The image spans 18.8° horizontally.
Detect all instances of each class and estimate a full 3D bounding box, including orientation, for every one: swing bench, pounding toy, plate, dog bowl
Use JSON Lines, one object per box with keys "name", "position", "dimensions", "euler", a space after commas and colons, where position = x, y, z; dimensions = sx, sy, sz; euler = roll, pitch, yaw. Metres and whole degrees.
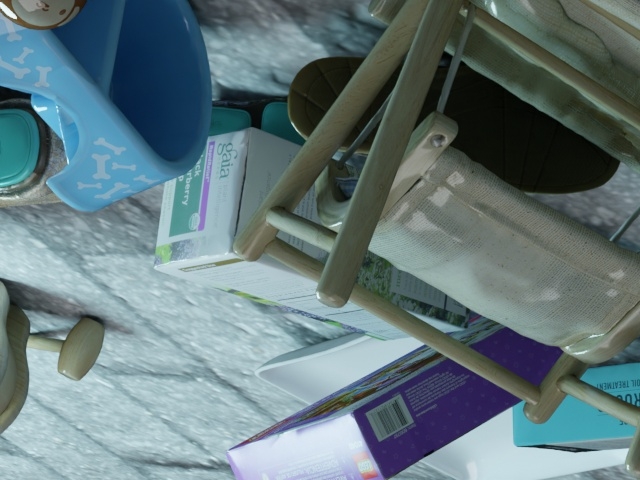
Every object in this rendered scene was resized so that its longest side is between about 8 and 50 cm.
{"name": "swing bench", "position": [0.131, -0.034, 1.162], "dimensions": [0.253, 0.255, 0.165], "euler": [30, 178, -23]}
{"name": "pounding toy", "position": [-0.358, 0.130, 1.937], "dimensions": [0.269, 0.154, 0.155], "euler": [11, 155, 18]}
{"name": "plate", "position": [0.121, 0.141, 1.755], "dimensions": [0.277, 0.045, 0.278], "euler": [30, 154, -23]}
{"name": "dog bowl", "position": [-0.156, -0.138, 1.222], "dimensions": [0.074, 0.166, 0.297], "euler": [-7, 148, 22]}

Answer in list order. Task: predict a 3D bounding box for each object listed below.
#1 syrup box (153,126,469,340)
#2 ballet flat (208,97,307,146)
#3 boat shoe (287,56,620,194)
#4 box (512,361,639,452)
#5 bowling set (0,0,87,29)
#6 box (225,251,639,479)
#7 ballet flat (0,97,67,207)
{"name": "syrup box", "position": [0.000, 0.000, 1.414], "dimensions": [0.237, 0.093, 0.096], "euler": [19, 161, -38]}
{"name": "ballet flat", "position": [-0.040, -0.084, 1.405], "dimensions": [0.114, 0.041, 0.041], "euler": [7, 154, 25]}
{"name": "boat shoe", "position": [0.086, -0.081, 1.277], "dimensions": [0.223, 0.080, 0.073], "euler": [8, -173, -7]}
{"name": "box", "position": [0.280, 0.128, 1.533], "dimensions": [0.244, 0.060, 0.100], "euler": [-10, 166, 37]}
{"name": "bowling set", "position": [-0.073, -0.191, 1.005], "dimensions": [0.154, 0.200, 0.287], "euler": [-2, 153, 36]}
{"name": "box", "position": [0.096, 0.107, 1.442], "dimensions": [0.201, 0.293, 0.057], "euler": [-26, 90, 59]}
{"name": "ballet flat", "position": [-0.308, -0.060, 1.570], "dimensions": [0.316, 0.108, 0.106], "euler": [4, 179, 33]}
